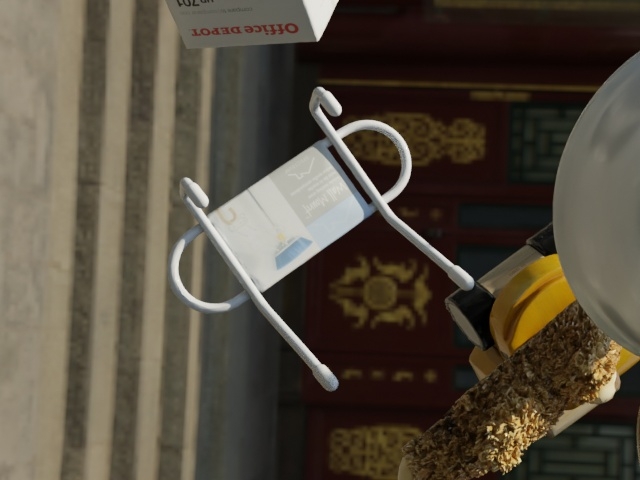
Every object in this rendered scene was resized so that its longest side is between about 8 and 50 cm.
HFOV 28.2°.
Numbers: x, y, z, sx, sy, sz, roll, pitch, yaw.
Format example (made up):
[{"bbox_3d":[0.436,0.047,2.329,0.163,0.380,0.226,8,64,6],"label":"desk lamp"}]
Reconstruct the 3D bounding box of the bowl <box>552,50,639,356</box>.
[{"bbox_3d":[0.334,-0.015,0.961,0.134,0.297,0.298,-99,-170,-74],"label":"bowl"}]

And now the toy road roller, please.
[{"bbox_3d":[0.341,0.161,1.772,0.240,0.202,0.329,45,-12,54],"label":"toy road roller"}]

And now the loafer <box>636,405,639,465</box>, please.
[{"bbox_3d":[0.487,0.347,1.625,0.111,0.112,0.319,50,24,-59],"label":"loafer"}]

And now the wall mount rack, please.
[{"bbox_3d":[0.000,0.000,1.527,0.304,0.350,0.130,54,-12,3],"label":"wall mount rack"}]

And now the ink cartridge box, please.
[{"bbox_3d":[-0.078,-0.267,1.116,0.191,0.139,0.082,68,31,-41],"label":"ink cartridge box"}]

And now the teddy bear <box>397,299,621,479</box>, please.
[{"bbox_3d":[0.227,0.206,1.502,0.113,0.338,0.245,50,-1,10],"label":"teddy bear"}]
